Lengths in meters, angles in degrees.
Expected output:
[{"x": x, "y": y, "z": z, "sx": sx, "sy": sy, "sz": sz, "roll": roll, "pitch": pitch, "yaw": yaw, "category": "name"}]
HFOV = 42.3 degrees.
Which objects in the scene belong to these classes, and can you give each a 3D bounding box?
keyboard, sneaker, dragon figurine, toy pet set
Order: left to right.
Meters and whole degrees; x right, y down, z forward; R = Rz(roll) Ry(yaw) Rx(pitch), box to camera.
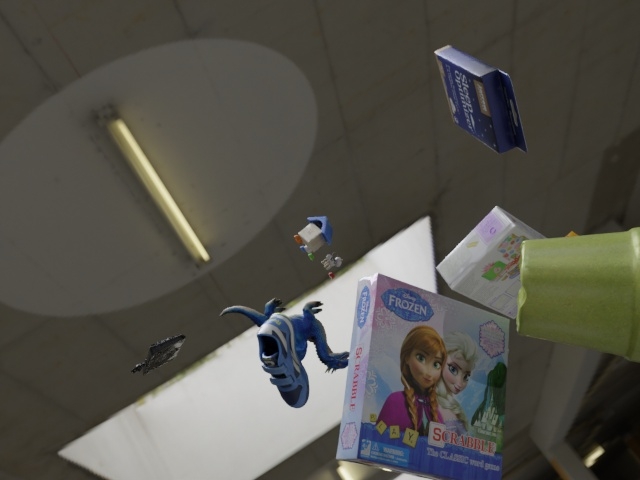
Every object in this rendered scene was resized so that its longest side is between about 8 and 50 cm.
[{"x": -0.335, "y": 0.236, "z": 1.682, "sx": 0.108, "sy": 0.023, "sz": 0.180, "roll": -28, "pitch": -12, "yaw": -25, "category": "keyboard"}, {"x": -0.059, "y": 0.181, "z": 1.205, "sx": 0.053, "sy": 0.144, "sz": 0.059, "roll": -13, "pitch": 8, "yaw": 30, "category": "sneaker"}, {"x": -0.067, "y": 0.199, "z": 1.685, "sx": 0.289, "sy": 0.144, "sz": 0.085, "roll": 4, "pitch": -22, "yaw": -3, "category": "dragon figurine"}, {"x": 0.000, "y": 0.000, "z": 1.711, "sx": 0.065, "sy": 0.122, "sz": 0.114, "roll": -40, "pitch": -40, "yaw": -10, "category": "toy pet set"}]

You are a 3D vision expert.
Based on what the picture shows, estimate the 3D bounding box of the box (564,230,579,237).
[{"x": 0.575, "y": 0.046, "z": 1.825, "sx": 0.028, "sy": 0.081, "sz": 0.136, "roll": -40, "pitch": -34, "yaw": -14, "category": "box"}]

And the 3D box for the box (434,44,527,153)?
[{"x": 0.256, "y": -0.227, "z": 1.338, "sx": 0.036, "sy": 0.225, "sz": 0.136, "roll": -24, "pitch": -62, "yaw": -6, "category": "box"}]

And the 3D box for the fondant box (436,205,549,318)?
[{"x": 0.507, "y": 0.068, "z": 2.264, "sx": 0.330, "sy": 0.096, "sz": 0.238, "roll": 24, "pitch": -66, "yaw": -44, "category": "fondant box"}]

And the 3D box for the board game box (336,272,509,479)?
[{"x": 0.192, "y": 0.253, "z": 1.457, "sx": 0.318, "sy": 0.318, "sz": 0.066, "roll": 19, "pitch": -24, "yaw": -29, "category": "board game box"}]

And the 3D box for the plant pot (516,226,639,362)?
[{"x": 0.497, "y": 0.095, "z": 1.541, "sx": 0.254, "sy": 0.276, "sz": 0.276, "roll": 2, "pitch": -25, "yaw": 13, "category": "plant pot"}]
